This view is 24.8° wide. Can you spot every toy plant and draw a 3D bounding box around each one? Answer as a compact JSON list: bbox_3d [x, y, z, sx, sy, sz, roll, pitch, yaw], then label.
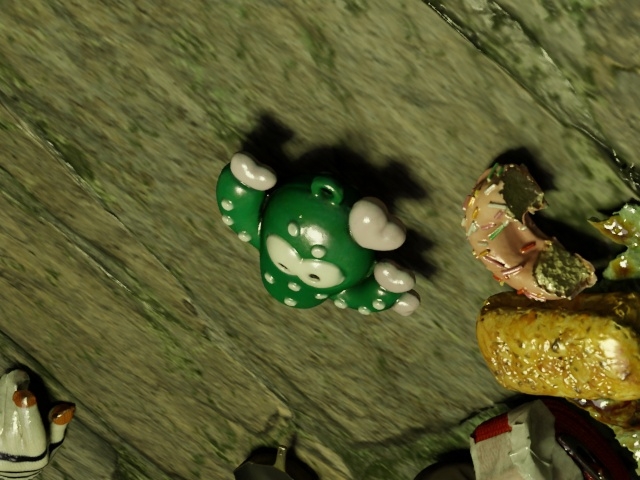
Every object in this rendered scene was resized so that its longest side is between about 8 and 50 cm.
[{"bbox_3d":[-0.004,-0.003,1.617,0.232,0.113,0.243,13,146,25],"label":"toy plant"}]

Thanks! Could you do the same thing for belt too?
[{"bbox_3d":[0.283,0.277,1.730,0.201,0.128,0.124,43,141,-14],"label":"belt"}]

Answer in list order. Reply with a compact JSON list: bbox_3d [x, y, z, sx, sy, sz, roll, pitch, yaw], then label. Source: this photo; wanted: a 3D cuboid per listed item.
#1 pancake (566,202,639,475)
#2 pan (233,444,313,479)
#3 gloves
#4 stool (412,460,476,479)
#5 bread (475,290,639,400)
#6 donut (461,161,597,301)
[{"bbox_3d":[0.375,0.132,1.551,0.304,0.067,0.427,28,145,7],"label":"pancake"},{"bbox_3d":[-0.043,0.340,2.093,0.128,0.048,0.202,37,145,-10],"label":"pan"},{"bbox_3d":[-0.474,0.301,2.285,0.140,0.131,0.219,25,152,3],"label":"gloves"},{"bbox_3d":[0.196,0.360,1.904,0.217,0.125,0.121,17,163,-12],"label":"stool"},{"bbox_3d":[0.262,0.110,1.533,0.211,0.083,0.114,-5,120,48],"label":"bread"},{"bbox_3d":[0.199,-0.003,1.501,0.166,0.065,0.117,54,150,-16],"label":"donut"}]
